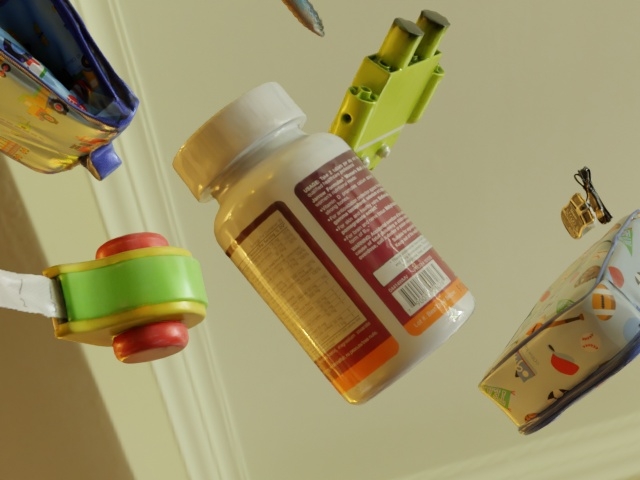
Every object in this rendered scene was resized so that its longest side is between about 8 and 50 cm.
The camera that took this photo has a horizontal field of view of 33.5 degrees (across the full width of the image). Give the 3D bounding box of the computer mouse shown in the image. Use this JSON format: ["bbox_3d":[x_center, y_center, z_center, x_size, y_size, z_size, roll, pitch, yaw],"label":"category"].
[{"bbox_3d":[0.480,-0.058,1.925,0.042,0.106,0.193,-26,-14,-7],"label":"computer mouse"}]

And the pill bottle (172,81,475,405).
[{"bbox_3d":[0.000,0.000,0.771,0.121,0.121,0.221,-40,-95,16],"label":"pill bottle"}]

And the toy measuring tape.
[{"bbox_3d":[-0.178,0.040,0.908,0.121,0.121,0.330,-31,-18,9],"label":"toy measuring tape"}]

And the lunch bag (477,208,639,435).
[{"bbox_3d":[0.325,0.100,1.311,0.115,0.303,0.243,44,-53,7],"label":"lunch bag"}]

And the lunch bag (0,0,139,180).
[{"bbox_3d":[-0.289,-0.163,0.935,0.293,0.221,0.138,47,-117,-14],"label":"lunch bag"}]

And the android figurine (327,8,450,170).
[{"bbox_3d":[0.079,-0.172,1.410,0.248,0.056,0.273,-31,-28,-57],"label":"android figurine"}]

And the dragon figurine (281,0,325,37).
[{"bbox_3d":[-0.056,-0.262,0.592,0.144,0.085,0.289,-44,-85,-11],"label":"dragon figurine"}]
